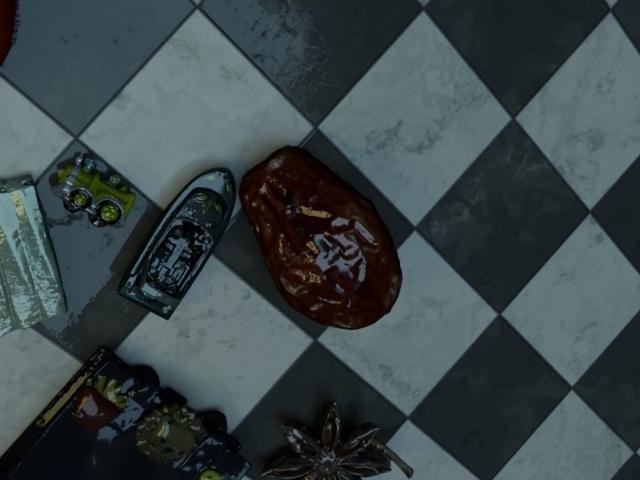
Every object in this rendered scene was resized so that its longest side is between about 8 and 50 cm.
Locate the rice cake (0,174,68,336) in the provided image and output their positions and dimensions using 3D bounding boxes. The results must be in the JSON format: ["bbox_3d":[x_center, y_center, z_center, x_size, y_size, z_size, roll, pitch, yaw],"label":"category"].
[{"bbox_3d":[-0.429,0.021,1.074,0.124,0.038,0.211,-18,110,-14],"label":"rice cake"}]

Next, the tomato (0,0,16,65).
[{"bbox_3d":[-0.489,-0.271,0.852,0.298,0.226,0.299,25,55,-42],"label":"tomato"}]

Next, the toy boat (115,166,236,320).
[{"bbox_3d":[-0.198,0.000,1.121,0.093,0.103,0.246,33,89,-24],"label":"toy boat"}]

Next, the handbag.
[{"bbox_3d":[-0.304,0.359,1.175,0.329,0.122,0.303,-48,115,-3],"label":"handbag"}]

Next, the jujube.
[{"bbox_3d":[0.000,0.000,1.151,0.197,0.197,0.290,-38,100,-7],"label":"jujube"}]

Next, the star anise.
[{"bbox_3d":[0.026,0.370,1.319,0.262,0.081,0.230,2,104,-9],"label":"star anise"}]

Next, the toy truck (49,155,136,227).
[{"bbox_3d":[-0.313,-0.067,1.076,0.111,0.076,0.077,32,75,-23],"label":"toy truck"}]
